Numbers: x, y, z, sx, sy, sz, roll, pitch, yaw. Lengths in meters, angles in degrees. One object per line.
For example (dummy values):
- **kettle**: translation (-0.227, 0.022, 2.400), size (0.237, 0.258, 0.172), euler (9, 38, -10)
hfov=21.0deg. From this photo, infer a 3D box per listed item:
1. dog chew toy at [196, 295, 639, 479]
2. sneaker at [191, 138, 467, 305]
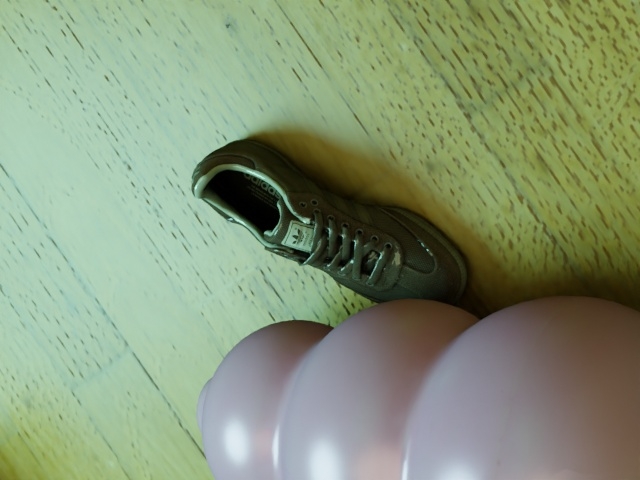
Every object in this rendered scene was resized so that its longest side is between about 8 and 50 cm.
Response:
- **dog chew toy**: translation (0.072, 0.125, 1.044), size (0.332, 0.207, 0.206), euler (7, 109, 31)
- **sneaker**: translation (0.000, 0.000, 1.099), size (0.188, 0.071, 0.066), euler (27, 115, 14)
